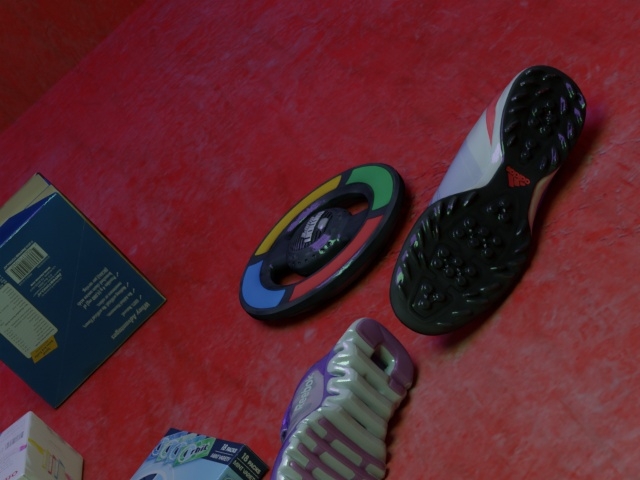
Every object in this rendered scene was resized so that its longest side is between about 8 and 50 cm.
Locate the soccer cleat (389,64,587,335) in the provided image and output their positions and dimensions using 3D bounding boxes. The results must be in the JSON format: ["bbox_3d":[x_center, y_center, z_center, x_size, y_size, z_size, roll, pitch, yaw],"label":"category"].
[{"bbox_3d":[0.153,-0.028,1.577,0.318,0.109,0.116,-59,6,-27],"label":"soccer cleat"}]

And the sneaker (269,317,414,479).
[{"bbox_3d":[0.003,0.177,1.462,0.104,0.095,0.236,-33,19,38],"label":"sneaker"}]

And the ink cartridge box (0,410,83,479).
[{"bbox_3d":[-0.326,0.278,1.797,0.092,0.090,0.143,-37,25,14],"label":"ink cartridge box"}]

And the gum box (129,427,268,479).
[{"bbox_3d":[-0.154,0.273,1.595,0.184,0.041,0.157,-53,25,-21],"label":"gum box"}]

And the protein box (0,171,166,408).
[{"bbox_3d":[-0.345,0.061,2.056,0.200,0.201,0.136,-45,23,-5],"label":"protein box"}]

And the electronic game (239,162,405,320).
[{"bbox_3d":[0.000,0.000,1.811,0.229,0.048,0.229,-34,24,18],"label":"electronic game"}]
